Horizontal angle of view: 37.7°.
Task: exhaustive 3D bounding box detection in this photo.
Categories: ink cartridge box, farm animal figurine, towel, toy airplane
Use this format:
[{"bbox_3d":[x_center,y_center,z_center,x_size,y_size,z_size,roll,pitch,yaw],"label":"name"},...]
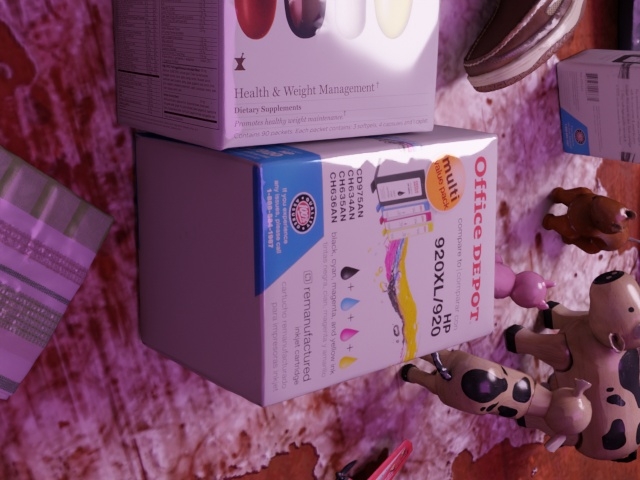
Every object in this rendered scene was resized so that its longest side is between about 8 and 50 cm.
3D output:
[{"bbox_3d":[0.337,-0.136,0.965,0.060,0.180,0.104,-26,117,-32],"label":"ink cartridge box"},{"bbox_3d":[0.000,0.000,0.728,0.233,0.168,0.171,-11,107,-38],"label":"ink cartridge box"},{"bbox_3d":[0.268,0.117,0.976,0.330,0.172,0.326,-44,125,-23],"label":"farm animal figurine"},{"bbox_3d":[-0.223,0.023,0.651,0.113,0.023,0.152,39,74,-41],"label":"towel"},{"bbox_3d":[0.052,0.267,0.931,0.151,0.028,0.151,-12,109,-36],"label":"toy airplane"}]

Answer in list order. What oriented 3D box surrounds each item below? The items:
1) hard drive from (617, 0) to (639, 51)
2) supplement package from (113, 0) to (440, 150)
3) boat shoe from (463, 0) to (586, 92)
[{"bbox_3d":[0.408,-0.264,1.038,0.172,0.054,0.254,-11,114,-14],"label":"hard drive"},{"bbox_3d":[-0.030,-0.180,0.671,0.194,0.149,0.203,-11,109,-37],"label":"supplement package"},{"bbox_3d":[0.205,-0.248,0.899,0.095,0.095,0.257,51,62,-21],"label":"boat shoe"}]
